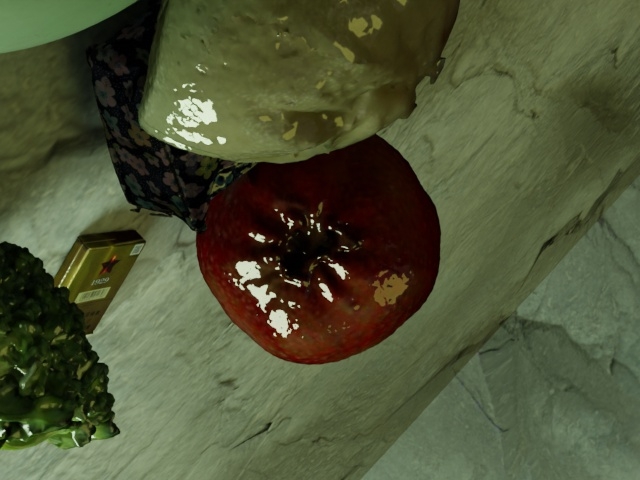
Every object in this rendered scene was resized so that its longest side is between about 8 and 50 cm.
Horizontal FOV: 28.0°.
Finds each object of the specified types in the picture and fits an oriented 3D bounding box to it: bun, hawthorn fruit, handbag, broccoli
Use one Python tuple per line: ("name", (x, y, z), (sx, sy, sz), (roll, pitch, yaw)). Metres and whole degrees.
("bun", (-0.006, -0.179, 0.906), (0.281, 0.205, 0.281), (-169, -90, -80))
("hawthorn fruit", (0.000, 0.000, 1.408), (0.265, 0.265, 0.307), (-48, -179, 2))
("handbag", (-0.098, -0.141, 1.113), (0.208, 0.127, 0.228), (-48, 146, -28))
("broccoli", (-0.307, 0.111, 1.047), (0.246, 0.248, 0.288), (-37, 114, -7))

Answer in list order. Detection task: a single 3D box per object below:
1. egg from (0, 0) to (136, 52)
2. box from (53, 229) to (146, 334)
("egg", (-0.173, -0.214, 0.722), (0.283, 0.203, 0.203), (-30, 157, -3))
("box", (-0.243, 0.049, 1.324), (0.090, 0.023, 0.133), (-12, 140, -58))
